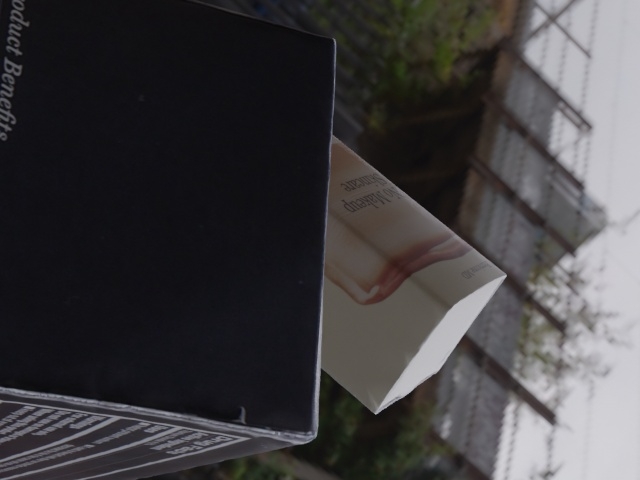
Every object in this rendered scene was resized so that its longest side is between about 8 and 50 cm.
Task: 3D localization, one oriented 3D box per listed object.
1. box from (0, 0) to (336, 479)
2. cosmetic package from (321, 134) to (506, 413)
[{"bbox_3d":[-0.190,0.000,0.646,0.296,0.294,0.183,-24,-122,59],"label":"box"},{"bbox_3d":[0.000,0.000,1.342,0.129,0.296,0.153,-56,166,24],"label":"cosmetic package"}]
